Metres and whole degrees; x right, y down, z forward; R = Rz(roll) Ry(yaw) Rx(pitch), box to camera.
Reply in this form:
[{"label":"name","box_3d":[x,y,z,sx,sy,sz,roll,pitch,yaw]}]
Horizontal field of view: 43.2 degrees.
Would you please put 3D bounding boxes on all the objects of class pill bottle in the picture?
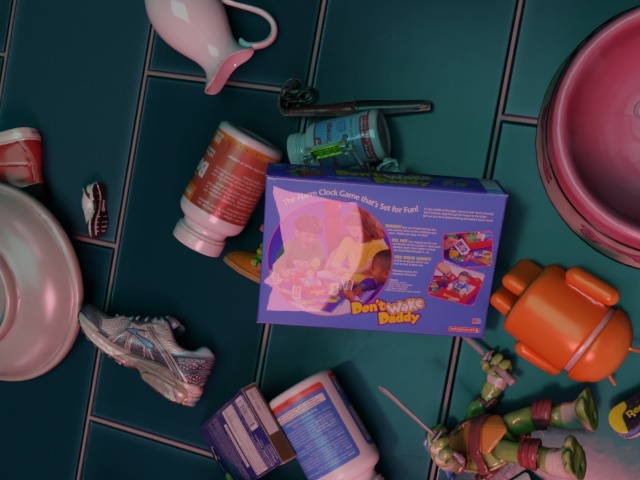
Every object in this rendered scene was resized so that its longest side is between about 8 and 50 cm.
[{"label":"pill bottle","box_3d":[0.018,0.332,1.313,0.124,0.124,0.221,-34,77,16]},{"label":"pill bottle","box_3d":[-0.165,-0.086,1.391,0.121,0.121,0.216,32,99,18]},{"label":"pill bottle","box_3d":[0.030,-0.160,1.338,0.160,0.087,0.087,-11,85,20]}]

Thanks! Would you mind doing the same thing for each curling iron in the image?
[{"label":"curling iron","box_3d":[0.051,-0.234,1.359,0.274,0.035,0.068,7,91,20]}]

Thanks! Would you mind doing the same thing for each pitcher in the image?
[{"label":"pitcher","box_3d":[-0.194,-0.390,1.420,0.178,0.125,0.207,-38,87,-5]}]

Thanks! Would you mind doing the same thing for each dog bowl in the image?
[{"label":"dog bowl","box_3d":[0.504,-0.155,1.131,0.408,0.150,0.407,-1,88,20]}]

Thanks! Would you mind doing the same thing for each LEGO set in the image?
[{"label":"LEGO set","box_3d":[-0.013,-0.068,1.272,0.287,0.107,0.132,-30,54,7]}]

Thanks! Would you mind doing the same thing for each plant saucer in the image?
[{"label":"plant saucer","box_3d":[-0.643,0.088,1.538,0.401,0.100,0.400,4,101,21]}]

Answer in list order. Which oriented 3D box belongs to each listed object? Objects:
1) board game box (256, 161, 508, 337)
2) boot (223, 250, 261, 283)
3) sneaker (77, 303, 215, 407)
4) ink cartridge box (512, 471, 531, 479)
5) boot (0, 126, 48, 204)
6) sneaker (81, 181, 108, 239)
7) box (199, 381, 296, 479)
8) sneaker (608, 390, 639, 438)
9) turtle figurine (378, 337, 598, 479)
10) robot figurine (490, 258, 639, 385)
[{"label":"board game box","box_3d":[0.085,0.016,1.213,0.347,0.078,0.233,5,111,-2]},{"label":"boot","box_3d":[0.000,0.000,1.349,0.295,0.104,0.211,20,90,15]},{"label":"sneaker","box_3d":[-0.310,0.181,1.465,0.283,0.110,0.122,31,81,16]},{"label":"ink cartridge box","box_3d":[0.314,0.452,1.206,0.104,0.181,0.061,-38,120,15]},{"label":"boot","box_3d":[-0.654,-0.112,1.594,0.244,0.088,0.176,-10,87,16]},{"label":"sneaker","box_3d":[-0.432,-0.056,1.538,0.044,0.040,0.109,-3,84,37]},{"label":"box","box_3d":[-0.130,0.340,1.374,0.136,0.036,0.225,59,142,12]},{"label":"sneaker","box_3d":[0.489,0.244,1.183,0.144,0.059,0.053,-27,48,2]},{"label":"turtle figurine","box_3d":[0.244,0.248,1.175,0.266,0.198,0.274,-6,92,36]},{"label":"robot figurine","box_3d":[0.361,0.122,1.191,0.219,0.128,0.158,38,94,18]}]
